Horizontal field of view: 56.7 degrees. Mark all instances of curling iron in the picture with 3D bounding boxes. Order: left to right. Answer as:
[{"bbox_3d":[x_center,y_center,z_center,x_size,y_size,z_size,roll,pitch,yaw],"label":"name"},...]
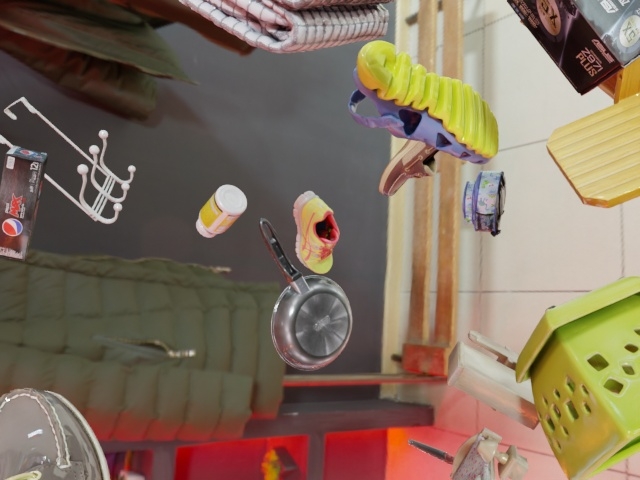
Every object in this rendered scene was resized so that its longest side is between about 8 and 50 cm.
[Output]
[{"bbox_3d":[0.394,0.679,1.835,0.274,0.068,0.035,22,108,33],"label":"curling iron"}]

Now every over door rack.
[{"bbox_3d":[-0.577,-0.199,1.349,0.108,0.324,0.239,-47,25,18],"label":"over door rack"}]

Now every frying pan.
[{"bbox_3d":[-0.015,0.107,1.221,0.053,0.197,0.326,2,98,57],"label":"frying pan"}]

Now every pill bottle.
[{"bbox_3d":[-0.196,-0.052,1.150,0.116,0.065,0.065,-39,53,44],"label":"pill bottle"}]

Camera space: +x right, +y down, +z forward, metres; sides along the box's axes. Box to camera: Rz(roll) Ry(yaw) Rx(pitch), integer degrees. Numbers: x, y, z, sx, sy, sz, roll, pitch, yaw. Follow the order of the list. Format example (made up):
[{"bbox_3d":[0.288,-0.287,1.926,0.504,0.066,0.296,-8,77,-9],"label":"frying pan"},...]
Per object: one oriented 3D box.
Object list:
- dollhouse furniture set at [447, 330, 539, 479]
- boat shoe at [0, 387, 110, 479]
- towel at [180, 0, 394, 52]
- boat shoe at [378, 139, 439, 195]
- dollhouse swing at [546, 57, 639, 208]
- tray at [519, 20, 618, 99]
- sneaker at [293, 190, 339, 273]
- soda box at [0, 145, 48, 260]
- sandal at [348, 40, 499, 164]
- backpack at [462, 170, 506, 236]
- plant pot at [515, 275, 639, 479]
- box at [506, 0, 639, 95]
[{"bbox_3d":[0.258,0.389,1.153,0.174,0.303,0.355,29,109,6],"label":"dollhouse furniture set"},{"bbox_3d":[-0.254,0.264,0.522,0.096,0.117,0.324,73,173,-54],"label":"boat shoe"},{"bbox_3d":[-0.063,-0.341,0.706,0.284,0.235,0.121,36,128,15],"label":"towel"},{"bbox_3d":[0.305,-0.241,1.842,0.123,0.123,0.342,46,129,12],"label":"boat shoe"},{"bbox_3d":[0.673,-0.289,1.251,0.346,0.305,0.315,-96,-6,-49],"label":"dollhouse swing"},{"bbox_3d":[0.768,-0.539,1.607,0.076,0.411,0.203,-63,16,-17],"label":"tray"},{"bbox_3d":[0.000,0.000,1.263,0.094,0.081,0.208,30,146,38],"label":"sneaker"},{"bbox_3d":[-0.474,-0.058,0.932,0.060,0.053,0.169,-127,53,-64],"label":"soda box"},{"bbox_3d":[0.176,-0.224,1.048,0.138,0.317,0.126,-38,30,54],"label":"sandal"},{"bbox_3d":[0.336,-0.085,1.220,0.084,0.105,0.114,7,131,19],"label":"backpack"},{"bbox_3d":[0.436,0.197,0.889,0.228,0.227,0.207,89,157,-54],"label":"plant pot"},{"bbox_3d":[0.333,-0.291,0.756,0.077,0.147,0.180,-37,88,4],"label":"box"}]
